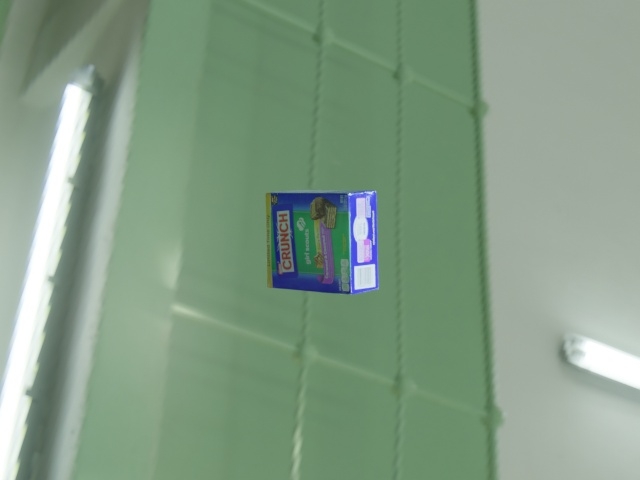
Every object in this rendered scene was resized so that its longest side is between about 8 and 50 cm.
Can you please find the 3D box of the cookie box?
[{"bbox_3d":[0.000,0.000,1.137,0.107,0.040,0.092,2,-85,44],"label":"cookie box"}]
